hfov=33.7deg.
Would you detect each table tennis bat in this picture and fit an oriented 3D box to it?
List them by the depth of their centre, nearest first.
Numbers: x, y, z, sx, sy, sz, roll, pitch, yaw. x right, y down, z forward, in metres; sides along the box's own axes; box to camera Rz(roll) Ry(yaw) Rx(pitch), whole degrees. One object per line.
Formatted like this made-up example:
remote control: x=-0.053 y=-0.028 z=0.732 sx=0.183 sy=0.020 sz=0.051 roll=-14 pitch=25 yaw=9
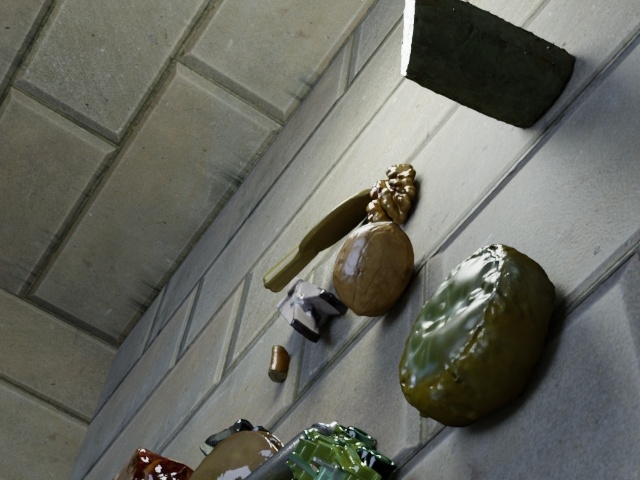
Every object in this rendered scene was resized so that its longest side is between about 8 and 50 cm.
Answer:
table tennis bat: x=0.000 y=0.000 z=2.259 sx=0.321 sy=0.050 sz=0.198 roll=-42 pitch=-13 yaw=16

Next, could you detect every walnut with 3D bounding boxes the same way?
walnut: x=0.095 y=0.049 z=1.888 sx=0.180 sy=0.144 sz=0.144 roll=-69 pitch=15 yaw=-4
walnut: x=0.137 y=-0.084 z=2.134 sx=0.143 sy=0.069 sz=0.170 roll=-49 pitch=20 yaw=34

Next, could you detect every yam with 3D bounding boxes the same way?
yam: x=0.256 y=-0.305 z=1.761 sx=0.168 sy=0.304 sz=0.168 roll=-160 pitch=90 yaw=-75

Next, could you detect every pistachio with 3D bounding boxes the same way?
pistachio: x=-0.146 y=0.437 z=1.874 sx=0.260 sy=0.163 sz=0.213 roll=-51 pitch=50 yaw=21

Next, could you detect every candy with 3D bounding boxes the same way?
candy: x=0.208 y=0.126 z=1.417 sx=0.260 sy=0.118 sz=0.260 roll=-52 pitch=12 yaw=15

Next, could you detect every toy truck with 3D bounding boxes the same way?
toy truck: x=0.014 y=0.333 z=1.558 sx=0.128 sy=0.135 sz=0.259 roll=-61 pitch=3 yaw=0

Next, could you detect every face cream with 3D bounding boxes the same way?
face cream: x=-0.064 y=0.379 z=1.691 sx=0.283 sy=0.073 sz=0.073 roll=-34 pitch=-2 yaw=-36

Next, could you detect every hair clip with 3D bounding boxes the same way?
hair clip: x=-0.027 y=0.142 z=2.203 sx=0.101 sy=0.085 sz=0.331 roll=-58 pitch=8 yaw=-3

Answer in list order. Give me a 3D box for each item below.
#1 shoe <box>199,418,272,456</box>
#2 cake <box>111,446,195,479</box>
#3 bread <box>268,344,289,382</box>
shoe: x=-0.163 y=0.413 z=2.121 sx=0.112 sy=0.099 sz=0.227 roll=-55 pitch=17 yaw=-12
cake: x=-0.365 y=0.568 z=2.257 sx=0.293 sy=0.196 sz=0.199 roll=-56 pitch=13 yaw=15
bread: x=-0.089 y=0.262 z=2.253 sx=0.036 sy=0.047 sz=0.083 roll=-20 pitch=32 yaw=18
